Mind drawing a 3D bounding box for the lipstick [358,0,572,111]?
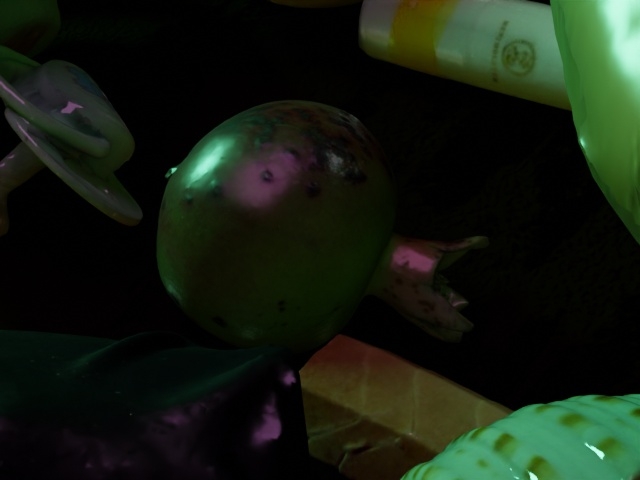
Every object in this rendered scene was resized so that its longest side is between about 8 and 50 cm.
[{"bbox_3d":[0.144,-0.105,0.776,0.264,0.059,0.059,20,51,32],"label":"lipstick"}]

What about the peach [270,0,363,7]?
[{"bbox_3d":[-0.017,-0.265,0.886,0.232,0.232,0.232,-8,41,7],"label":"peach"}]

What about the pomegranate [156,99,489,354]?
[{"bbox_3d":[-0.001,-0.006,0.652,0.159,0.129,0.129,0,42,14],"label":"pomegranate"}]

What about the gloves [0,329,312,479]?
[{"bbox_3d":[-0.146,0.115,0.539,0.301,0.152,0.197,-26,-1,-6],"label":"gloves"}]

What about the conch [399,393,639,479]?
[{"bbox_3d":[0.078,0.129,0.449,0.200,0.172,0.131,-26,22,-30],"label":"conch"}]

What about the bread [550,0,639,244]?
[{"bbox_3d":[0.258,-0.003,0.391,0.253,0.376,0.348,-40,48,10],"label":"bread"}]

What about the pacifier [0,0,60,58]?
[{"bbox_3d":[-0.254,-0.226,0.829,0.288,0.269,0.343,-6,18,19],"label":"pacifier"}]

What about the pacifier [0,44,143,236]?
[{"bbox_3d":[-0.171,-0.048,0.771,0.116,0.127,0.150,-42,50,4],"label":"pacifier"}]

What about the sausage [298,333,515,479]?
[{"bbox_3d":[0.062,0.098,0.566,0.169,0.065,0.065,24,53,37],"label":"sausage"}]
